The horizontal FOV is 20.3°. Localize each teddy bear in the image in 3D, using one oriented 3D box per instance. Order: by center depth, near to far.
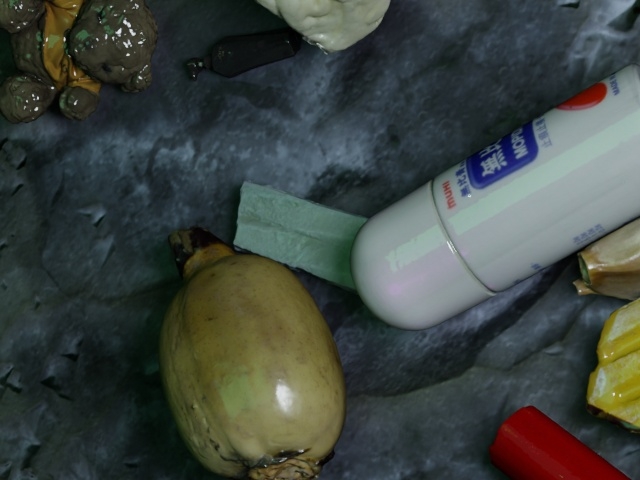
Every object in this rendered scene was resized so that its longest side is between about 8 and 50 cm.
[{"bbox_3d":[-0.275,-0.227,2.043,0.190,0.140,0.177,-1,105,24],"label":"teddy bear"}]

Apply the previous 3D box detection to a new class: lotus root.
[{"bbox_3d":[-0.081,0.105,1.820,0.183,0.183,0.310,-34,58,21],"label":"lotus root"}]

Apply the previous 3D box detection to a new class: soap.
[{"bbox_3d":[0.360,0.104,1.589,0.257,0.080,0.160,-30,63,23],"label":"soap"}]

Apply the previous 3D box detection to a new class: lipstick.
[{"bbox_3d":[0.274,0.253,1.616,0.280,0.073,0.073,37,99,33],"label":"lipstick"}]

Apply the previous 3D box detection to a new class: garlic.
[{"bbox_3d":[0.305,0.014,1.646,0.152,0.084,0.066,-25,71,14],"label":"garlic"}]

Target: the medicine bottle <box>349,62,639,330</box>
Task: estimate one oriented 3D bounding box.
[{"bbox_3d":[0.181,-0.029,1.691,0.341,0.130,0.130,-31,65,20],"label":"medicine bottle"}]

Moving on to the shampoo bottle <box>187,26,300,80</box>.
[{"bbox_3d":[-0.086,-0.206,1.970,0.137,0.027,0.048,-10,72,30],"label":"shampoo bottle"}]

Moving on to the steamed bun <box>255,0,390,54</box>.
[{"bbox_3d":[-0.047,-0.362,1.831,0.206,0.320,0.275,-49,28,12],"label":"steamed bun"}]

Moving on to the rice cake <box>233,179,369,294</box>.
[{"bbox_3d":[0.000,0.000,1.861,0.226,0.040,0.085,18,90,33],"label":"rice cake"}]
